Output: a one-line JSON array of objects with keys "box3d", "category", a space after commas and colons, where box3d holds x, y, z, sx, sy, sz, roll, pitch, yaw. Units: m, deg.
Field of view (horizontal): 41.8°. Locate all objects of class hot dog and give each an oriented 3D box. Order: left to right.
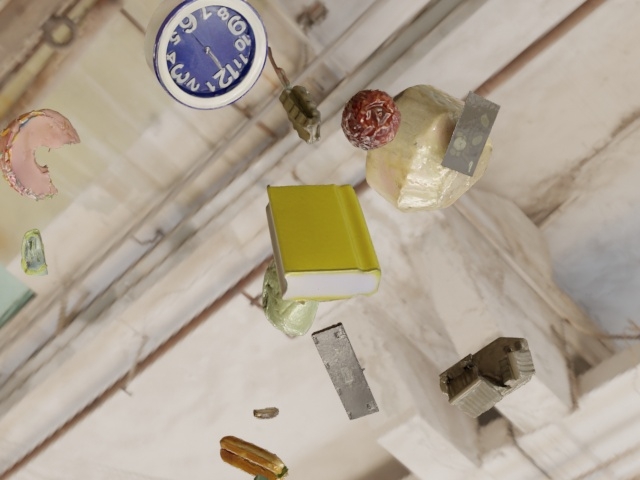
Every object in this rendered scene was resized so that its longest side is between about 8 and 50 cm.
[{"box3d": [-0.191, 0.642, 2.460, 0.250, 0.104, 0.076, 12, -152, 31], "category": "hot dog"}]

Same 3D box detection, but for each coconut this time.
[{"box3d": [0.264, -0.243, 2.228, 0.353, 0.353, 0.352, -42, -162, 17], "category": "coconut"}]

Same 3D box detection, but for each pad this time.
[{"box3d": [0.366, -0.256, 2.035, 0.004, 0.127, 0.190, 29, -78, 47], "category": "pad"}]

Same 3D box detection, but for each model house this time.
[{"box3d": [0.359, 0.299, 1.824, 0.229, 0.122, 0.188, -33, 168, 13], "category": "model house"}]

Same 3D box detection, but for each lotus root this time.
[{"box3d": [-0.162, 0.525, 2.523, 0.037, 0.083, 0.030, 37, -57, 57], "category": "lotus root"}]

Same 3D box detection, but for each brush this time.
[{"box3d": [-0.075, -0.351, 1.959, 0.071, 0.084, 0.301, -21, -121, -10], "category": "brush"}]

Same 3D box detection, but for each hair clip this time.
[{"box3d": [-0.681, 0.029, 1.983, 0.060, 0.033, 0.188, -21, 150, -28], "category": "hair clip"}]

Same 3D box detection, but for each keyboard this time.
[{"box3d": [0.076, 0.374, 2.389, 0.106, 0.316, 0.027, -20, -157, 6], "category": "keyboard"}]

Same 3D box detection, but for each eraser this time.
[{"box3d": [0.000, 0.000, 1.376, 0.226, 0.158, 0.069, -104, -161, -45], "category": "eraser"}]

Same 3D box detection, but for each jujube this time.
[{"box3d": [0.094, -0.235, 1.655, 0.176, 0.109, 0.112, 166, -67, -78], "category": "jujube"}]

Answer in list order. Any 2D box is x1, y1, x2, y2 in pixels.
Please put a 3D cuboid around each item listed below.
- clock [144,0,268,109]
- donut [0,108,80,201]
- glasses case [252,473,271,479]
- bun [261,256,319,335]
[{"box3d": [-0.219, -0.369, 1.603, 0.230, 0.230, 0.083, -47, -135, 1], "category": "clock"}, {"box3d": [-0.726, -0.226, 2.119, 0.085, 0.199, 0.232, 11, -108, 35], "category": "donut"}, {"box3d": [-0.069, 0.562, 1.772, 0.039, 0.184, 0.077, -60, 179, -33], "category": "glasses case"}, {"box3d": [-0.072, 0.112, 1.887, 0.221, 0.108, 0.221, -170, -90, -73], "category": "bun"}]
